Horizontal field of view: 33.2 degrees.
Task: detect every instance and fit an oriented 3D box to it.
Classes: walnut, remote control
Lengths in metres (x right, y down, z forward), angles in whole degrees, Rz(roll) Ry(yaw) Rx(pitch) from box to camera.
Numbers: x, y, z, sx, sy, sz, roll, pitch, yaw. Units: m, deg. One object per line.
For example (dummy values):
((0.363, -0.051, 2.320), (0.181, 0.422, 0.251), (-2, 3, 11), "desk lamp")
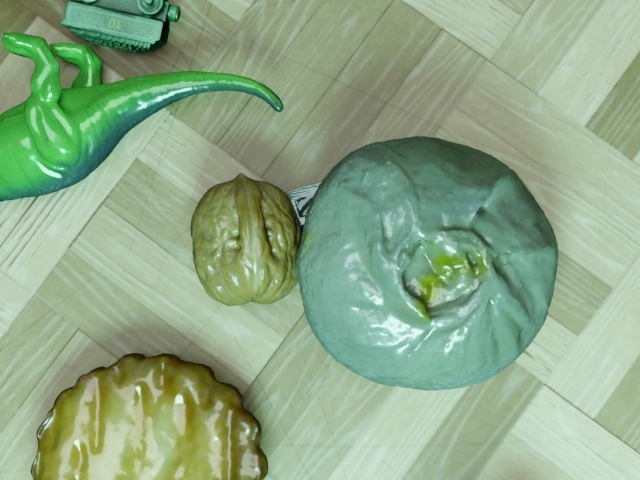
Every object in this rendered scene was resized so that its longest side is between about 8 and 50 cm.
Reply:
((-0.101, -0.001, 1.476), (0.156, 0.155, 0.184), (-8, 86, 2), "walnut")
((0.000, 0.000, 1.534), (0.061, 0.029, 0.162), (-15, 79, -1), "remote control")

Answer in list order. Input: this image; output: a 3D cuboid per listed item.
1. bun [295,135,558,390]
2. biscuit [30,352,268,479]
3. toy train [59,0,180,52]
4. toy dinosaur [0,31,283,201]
((0.147, 0.033, 1.417), (0.362, 0.211, 0.361), (1, 87, -14), "bun")
((-0.231, 0.316, 1.472), (0.326, 0.107, 0.325), (-1, 77, 4), "biscuit")
((-0.292, -0.328, 1.560), (0.172, 0.070, 0.099), (13, 93, 3), "toy train")
((-0.335, -0.097, 1.507), (0.500, 0.144, 0.374), (15, 90, 9), "toy dinosaur")
